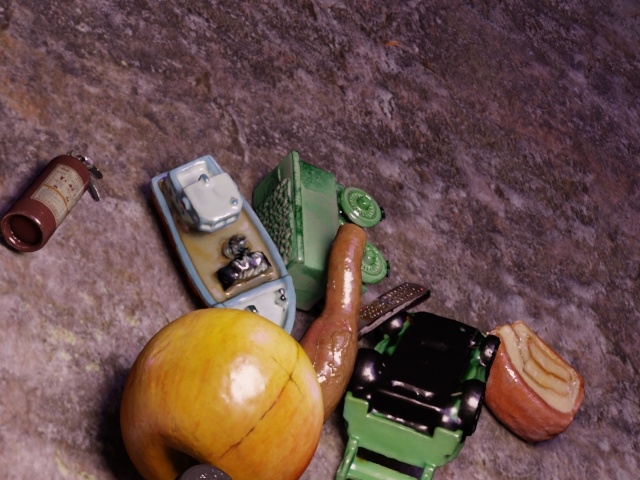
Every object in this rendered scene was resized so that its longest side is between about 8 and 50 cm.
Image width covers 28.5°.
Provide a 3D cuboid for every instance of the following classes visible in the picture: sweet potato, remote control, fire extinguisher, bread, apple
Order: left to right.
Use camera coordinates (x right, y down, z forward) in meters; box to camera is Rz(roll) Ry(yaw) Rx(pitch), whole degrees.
[{"bbox_3d":[-0.384,-0.061,1.858,0.099,0.071,0.231,63,27,-23],"label":"fire extinguisher"},{"bbox_3d":[-0.131,0.232,1.691,0.286,0.286,0.233,38,48,-13],"label":"apple"},{"bbox_3d":[0.009,0.158,1.920,0.109,0.109,0.385,30,72,-22],"label":"sweet potato"},{"bbox_3d":[0.101,0.114,2.051,0.212,0.059,0.028,-25,120,-45],"label":"remote control"},{"bbox_3d":[0.360,0.248,2.255,0.244,0.123,0.190,38,41,-11],"label":"bread"}]

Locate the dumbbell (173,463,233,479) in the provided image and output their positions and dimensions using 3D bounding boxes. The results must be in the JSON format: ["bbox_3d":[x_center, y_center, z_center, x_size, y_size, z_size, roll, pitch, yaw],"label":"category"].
[{"bbox_3d":[-0.187,0.363,1.592,0.100,0.191,0.100,24,45,-27],"label":"dumbbell"}]

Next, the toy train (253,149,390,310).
[{"bbox_3d":[0.000,0.000,2.104,0.202,0.145,0.266,20,47,-28],"label":"toy train"}]

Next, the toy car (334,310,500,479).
[{"bbox_3d":[0.154,0.249,2.020,0.214,0.176,0.358,16,28,11],"label":"toy car"}]

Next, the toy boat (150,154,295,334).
[{"bbox_3d":[-0.138,0.016,1.937,0.145,0.133,0.331,-24,74,-23],"label":"toy boat"}]
